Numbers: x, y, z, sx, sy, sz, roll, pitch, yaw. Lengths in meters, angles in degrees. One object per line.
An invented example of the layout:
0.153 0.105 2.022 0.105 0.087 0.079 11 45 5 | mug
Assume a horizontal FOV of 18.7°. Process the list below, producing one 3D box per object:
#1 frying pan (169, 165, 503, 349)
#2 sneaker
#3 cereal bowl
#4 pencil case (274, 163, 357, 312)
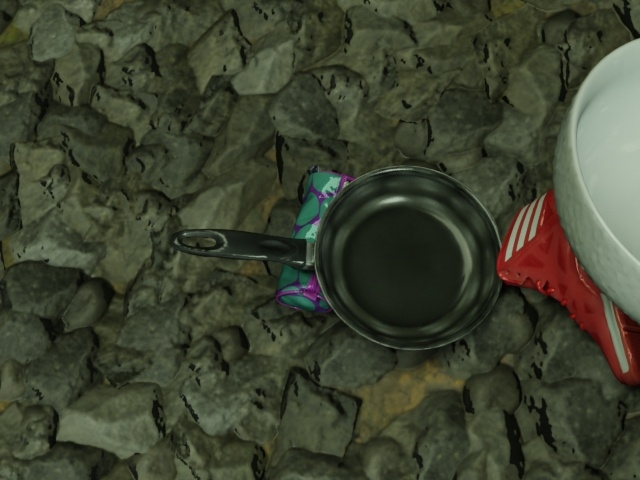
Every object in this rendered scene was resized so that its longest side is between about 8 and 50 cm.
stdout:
0.030 0.039 1.970 0.326 0.053 0.197 -18 75 -12 | frying pan
0.256 0.054 1.944 0.128 0.087 0.221 -25 66 33 | sneaker
0.373 -0.027 1.857 0.339 0.141 0.339 8 55 -12 | cereal bowl
0.000 0.000 2.039 0.064 0.070 0.151 20 71 -13 | pencil case
